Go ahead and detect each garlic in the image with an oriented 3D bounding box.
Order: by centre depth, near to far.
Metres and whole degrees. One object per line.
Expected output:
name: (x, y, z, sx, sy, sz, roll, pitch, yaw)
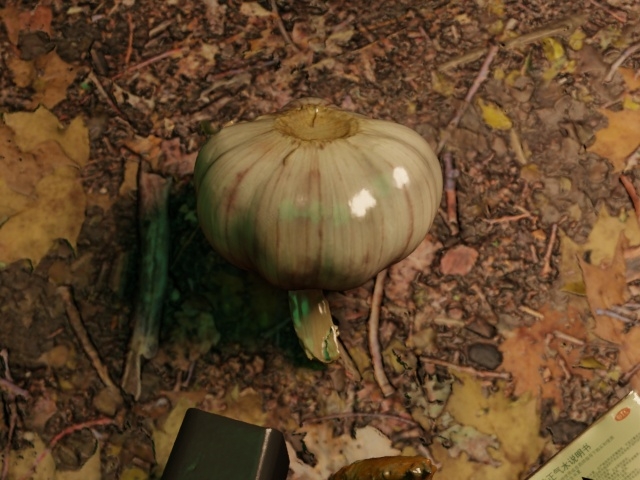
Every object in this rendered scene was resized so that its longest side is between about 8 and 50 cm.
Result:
garlic: (0.000, 0.000, 1.492, 0.245, 0.245, 0.253, 0, 110, 3)

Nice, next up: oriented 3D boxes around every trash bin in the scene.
trash bin: (-0.107, 0.285, 1.394, 0.115, 0.165, 0.225, 12, 70, 8)

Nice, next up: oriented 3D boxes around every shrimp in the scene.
shrimp: (0.051, 0.260, 1.403, 0.052, 0.187, 0.132, 25, 51, -32)

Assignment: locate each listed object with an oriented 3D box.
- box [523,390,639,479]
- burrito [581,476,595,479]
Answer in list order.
box: (0.261, 0.272, 1.411, 0.212, 0.095, 0.168, -37, 75, -10)
burrito: (0.259, 0.274, 1.332, 0.288, 0.054, 0.104, 21, 73, 11)
